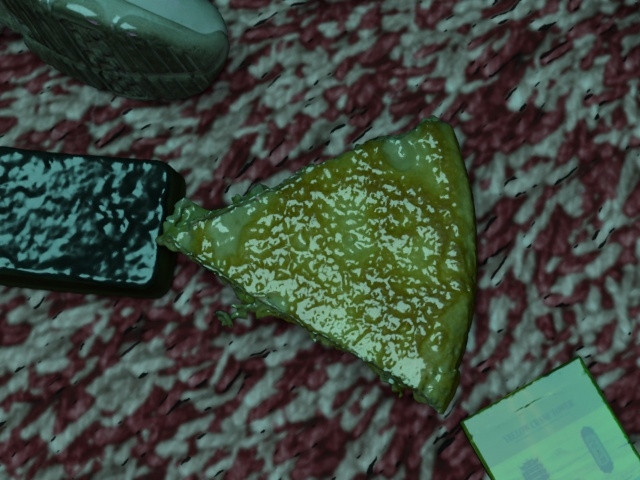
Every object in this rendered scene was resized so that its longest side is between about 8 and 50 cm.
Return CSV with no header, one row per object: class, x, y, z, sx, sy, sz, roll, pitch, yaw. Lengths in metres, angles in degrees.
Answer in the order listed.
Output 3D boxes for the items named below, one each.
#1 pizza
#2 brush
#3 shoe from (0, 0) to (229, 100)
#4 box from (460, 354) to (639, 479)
pizza,0.000,0.000,1.557,0.287,0.075,0.280,9,72,3
brush,-0.228,-0.018,1.593,0.197,0.059,0.123,5,77,7
shoe,-0.226,-0.273,1.601,0.351,0.172,0.198,24,76,9
box,0.218,0.211,1.505,0.121,0.030,0.193,-28,74,-2
